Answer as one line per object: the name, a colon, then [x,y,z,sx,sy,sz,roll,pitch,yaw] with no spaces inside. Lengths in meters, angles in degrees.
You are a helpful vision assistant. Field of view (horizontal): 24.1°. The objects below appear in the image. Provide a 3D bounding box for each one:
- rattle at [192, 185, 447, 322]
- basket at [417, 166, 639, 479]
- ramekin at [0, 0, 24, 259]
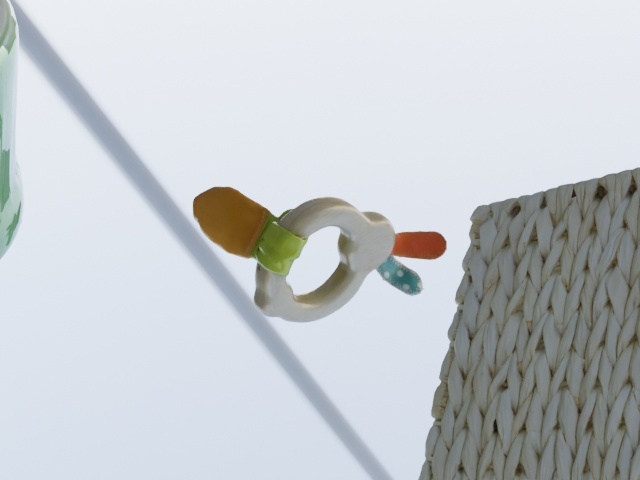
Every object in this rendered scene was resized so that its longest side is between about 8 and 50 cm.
rattle: [0.000,0.000,1.437,0.199,0.130,0.142,-16,-161,-35]
basket: [0.281,0.149,1.136,0.266,0.331,0.328,-11,-126,42]
ramekin: [-0.332,-0.092,0.937,0.303,0.148,0.303,10,-147,-7]
